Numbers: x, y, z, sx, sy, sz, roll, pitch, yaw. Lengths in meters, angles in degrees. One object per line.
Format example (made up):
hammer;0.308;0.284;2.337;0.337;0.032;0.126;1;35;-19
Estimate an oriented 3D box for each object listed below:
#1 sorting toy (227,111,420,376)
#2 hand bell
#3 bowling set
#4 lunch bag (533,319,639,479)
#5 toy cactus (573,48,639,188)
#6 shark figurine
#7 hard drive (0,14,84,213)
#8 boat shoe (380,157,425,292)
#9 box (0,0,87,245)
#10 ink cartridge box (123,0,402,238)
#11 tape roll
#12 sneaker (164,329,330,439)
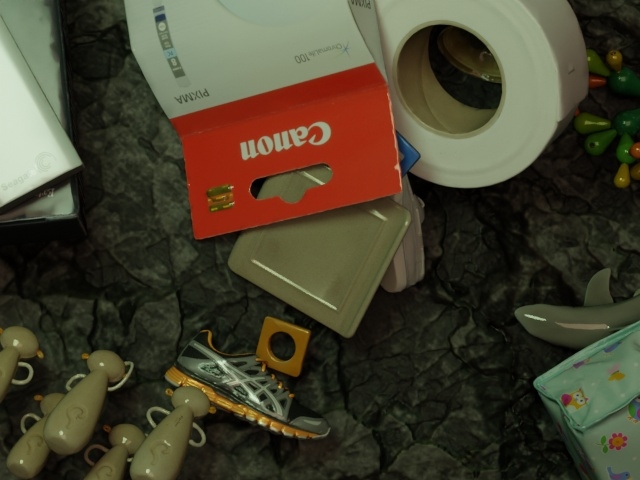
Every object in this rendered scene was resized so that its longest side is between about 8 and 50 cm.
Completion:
sorting toy;0.000;0.000;1.843;0.196;0.047;0.348;31;106;16
hand bell;0.249;-0.338;1.925;0.126;0.126;0.242;23;70;-3
bowling set;-0.293;0.231;1.795;0.287;0.200;0.154;27;44;0
lunch bag;0.430;0.209;1.811;0.262;0.160;0.223;-31;118;-5
toy cactus;0.414;-0.168;1.917;0.180;0.112;0.219;-29;79;-17
shark figurine;0.406;0.073;1.879;0.278;0.116;0.166;-37;90;-6
hard drive;-0.425;-0.168;1.646;0.203;0.040;0.308;-29;87;-7
boat shoe;0.102;-0.027;1.863;0.063;0.066;0.184;-17;105;-33
box;-0.445;-0.191;1.772;0.293;0.212;0.396;-5;84;-7
ink cartridge box;-0.079;-0.217;1.794;0.308;0.091;0.385;-12;83;29
tape roll;0.176;-0.209;1.803;0.286;0.286;0.100;49;39;1
sneaker;-0.082;0.184;1.835;0.215;0.084;0.083;26;77;-1
